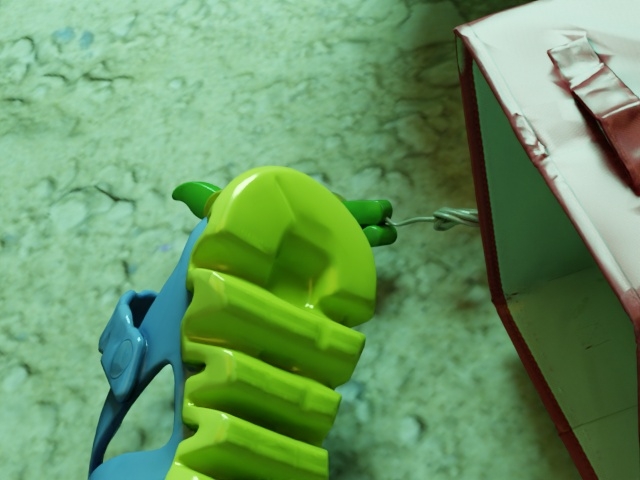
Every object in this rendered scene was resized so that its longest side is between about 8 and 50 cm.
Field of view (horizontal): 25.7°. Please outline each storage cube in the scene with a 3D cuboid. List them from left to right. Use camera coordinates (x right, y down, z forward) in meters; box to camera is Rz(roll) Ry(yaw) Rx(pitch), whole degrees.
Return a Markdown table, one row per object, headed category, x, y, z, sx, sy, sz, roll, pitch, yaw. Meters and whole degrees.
| category | x | y | z | sx | sy | sz | roll | pitch | yaw |
| --- | --- | --- | --- | --- | --- | --- | --- | --- | --- |
| storage cube | 0.184 | 0.000 | 0.591 | 0.193 | 0.215 | 0.183 | -20 | 47 | -3 |

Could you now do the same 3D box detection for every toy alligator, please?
| category | x | y | z | sx | sy | sz | roll | pitch | yaw |
| --- | --- | --- | --- | --- | --- | --- | --- | --- | --- |
| toy alligator | 0.000 | 0.000 | 0.771 | 0.190 | 0.056 | 0.051 | 7 | 97 | 25 |

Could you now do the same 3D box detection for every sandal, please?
| category | x | y | z | sx | sy | sz | roll | pitch | yaw |
| --- | --- | --- | --- | --- | --- | --- | --- | --- | --- |
| sandal | -0.064 | 0.124 | 0.663 | 0.138 | 0.126 | 0.317 | -22 | 43 | 48 |
